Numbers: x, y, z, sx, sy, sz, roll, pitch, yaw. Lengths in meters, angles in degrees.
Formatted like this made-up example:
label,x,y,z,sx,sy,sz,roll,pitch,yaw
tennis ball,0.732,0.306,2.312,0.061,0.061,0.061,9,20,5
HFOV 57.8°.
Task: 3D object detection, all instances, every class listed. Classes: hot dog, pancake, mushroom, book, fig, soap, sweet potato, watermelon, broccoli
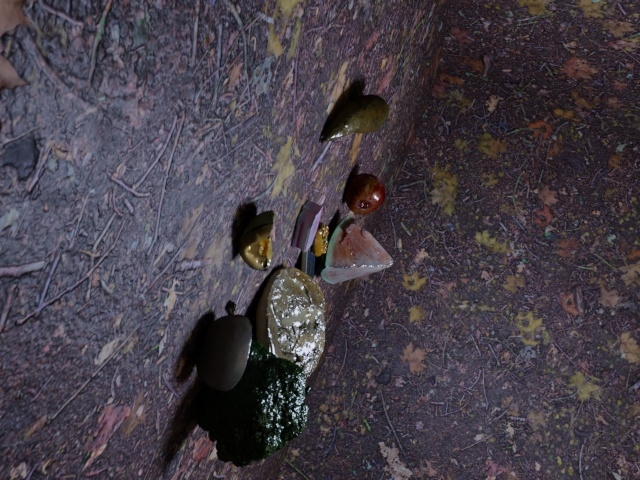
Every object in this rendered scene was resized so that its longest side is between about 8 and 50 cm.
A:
label,x,y,z,sx,sy,sz,roll,pitch,yaw
hot dog,0.000,0.000,2.172,0.188,0.055,0.072,90,22,-58
pancake,-0.089,0.267,1.846,0.387,0.082,0.387,12,76,-59
mushroom,-0.240,0.263,1.395,0.117,0.141,0.188,26,78,-45
book,-0.050,0.178,2.124,0.191,0.025,0.269,51,42,-77
fig,0.189,-0.220,2.444,0.175,0.175,0.207,97,3,-50
soap,-0.042,-0.051,1.892,0.100,0.056,0.149,-54,162,-60
sweet potato,0.125,-0.403,1.901,0.423,0.130,0.130,-40,149,-55
watermelon,0.127,0.060,2.443,0.283,0.293,0.250,-67,-162,-14
broccoli,-0.196,0.439,1.593,0.321,0.304,0.283,-40,-176,-18

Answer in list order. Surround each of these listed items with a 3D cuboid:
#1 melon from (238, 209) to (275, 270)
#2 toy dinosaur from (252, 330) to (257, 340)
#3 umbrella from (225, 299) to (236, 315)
label,x,y,z,sx,sy,sz,roll,pitch,yaw
melon,-0.154,-0.012,1.421,0.128,0.079,0.160,-83,-178,-48
toy dinosaur,-0.195,0.281,1.812,0.247,0.075,0.188,85,18,-53
umbrella,-0.233,0.182,1.517,0.083,0.020,0.031,103,14,-57
